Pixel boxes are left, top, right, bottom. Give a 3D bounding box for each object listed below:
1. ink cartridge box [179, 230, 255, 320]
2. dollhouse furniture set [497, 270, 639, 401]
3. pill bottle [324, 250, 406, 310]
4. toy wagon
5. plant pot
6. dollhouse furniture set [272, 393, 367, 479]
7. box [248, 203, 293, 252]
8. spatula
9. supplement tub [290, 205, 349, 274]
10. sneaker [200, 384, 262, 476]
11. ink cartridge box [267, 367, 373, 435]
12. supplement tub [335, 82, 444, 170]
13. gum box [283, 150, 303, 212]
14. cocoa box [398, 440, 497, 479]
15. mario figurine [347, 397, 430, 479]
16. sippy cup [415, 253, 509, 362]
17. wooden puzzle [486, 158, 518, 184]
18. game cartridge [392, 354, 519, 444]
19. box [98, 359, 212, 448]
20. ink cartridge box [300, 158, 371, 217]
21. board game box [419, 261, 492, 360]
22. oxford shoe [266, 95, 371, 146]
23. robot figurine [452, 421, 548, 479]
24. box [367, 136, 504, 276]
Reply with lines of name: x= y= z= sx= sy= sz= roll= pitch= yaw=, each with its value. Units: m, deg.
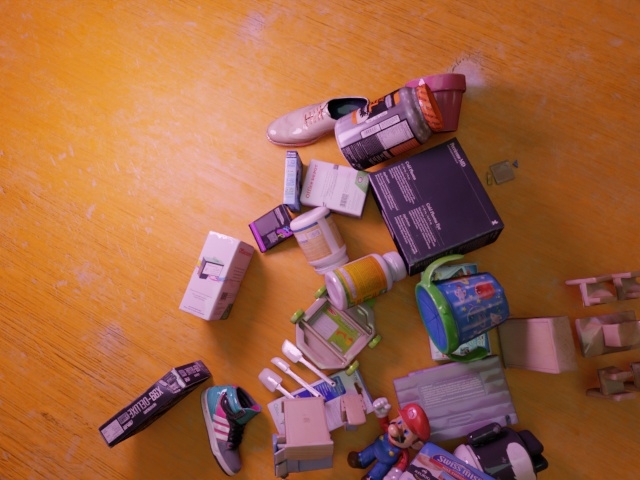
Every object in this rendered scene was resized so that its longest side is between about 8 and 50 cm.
ink cartridge box: x=-0.345 y=0.123 z=1.641 sx=0.117 sy=0.201 sz=0.278 roll=20 pitch=85 yaw=8
dollhouse furniture set: x=0.809 y=0.302 z=1.516 sx=0.395 sy=0.256 sz=0.361 roll=-5 pitch=82 yaw=-15
pill bottle: x=0.150 y=0.124 z=1.576 sx=0.246 sy=0.136 sz=0.136 roll=-21 pitch=80 yaw=-15
toy wagon: x=0.078 y=0.271 z=1.617 sx=0.267 sy=0.068 sz=0.344 roll=42 pitch=68 yaw=10
plant pot: x=0.397 y=-0.459 z=1.652 sx=0.202 sy=0.201 sz=0.180 roll=-4 pitch=97 yaw=6
dollhouse furniture set: x=0.000 y=0.665 z=1.478 sx=0.287 sy=0.198 sz=0.303 roll=-1 pitch=113 yaw=-7
box: x=-0.168 y=-0.042 z=1.704 sx=0.162 sy=0.029 sz=0.116 roll=-30 pitch=80 yaw=25
spatula: x=-0.080 y=0.466 z=1.616 sx=0.242 sy=0.019 sz=0.168 roll=32 pitch=74 yaw=28
supplement tub: x=0.000 y=0.000 z=1.627 sx=0.144 sy=0.144 sz=0.199 roll=-25 pitch=101 yaw=3
sneaker: x=-0.275 y=0.617 z=1.613 sx=0.179 sy=0.124 sz=0.295 roll=-23 pitch=79 yaw=13
ink cartridge box: x=0.005 y=0.554 z=1.614 sx=0.333 sy=0.065 sz=0.165 roll=-25 pitch=80 yaw=4
supplement tub: x=0.223 y=-0.367 z=1.559 sx=0.316 sy=0.194 sz=0.193 roll=-21 pitch=80 yaw=25
gum box: x=-0.092 y=-0.201 z=1.679 sx=0.041 sy=0.157 sz=0.184 roll=1 pitch=82 yaw=6
cocoa box: x=0.324 y=0.812 z=1.370 sx=0.232 sy=0.228 sz=0.346 roll=22 pitch=115 yaw=30
mario figurine: x=0.202 y=0.626 z=1.490 sx=0.198 sy=0.170 sz=0.320 roll=38 pitch=107 yaw=6
sippy cup: x=0.442 y=0.206 z=1.486 sx=0.224 sy=0.305 sz=0.240 roll=-17 pitch=46 yaw=-5
wooden puzzle: x=0.632 y=-0.238 z=1.676 sx=0.116 sy=0.014 sz=0.078 roll=-13 pitch=85 yaw=5
game cartridge: x=0.435 y=0.519 z=1.574 sx=0.355 sy=0.068 sz=0.230 roll=-15 pitch=77 yaw=4
box: x=-0.534 y=0.527 z=1.589 sx=0.307 sy=0.242 sz=0.076 roll=-39 pitch=80 yaw=-1
ink cartridge box: x=0.056 y=-0.178 z=1.691 sx=0.220 sy=0.092 sz=0.160 roll=15 pitch=84 yaw=8
board game box: x=0.447 y=0.236 z=1.611 sx=0.193 sy=0.053 sz=0.305 roll=-7 pitch=82 yaw=6
oxford shoe: x=-0.011 y=-0.440 z=1.707 sx=0.397 sy=0.146 sz=0.140 roll=-16 pitch=81 yaw=4
robot figurine: x=0.542 y=0.682 z=1.480 sx=0.278 sy=0.173 sz=0.209 roll=-20 pitch=62 yaw=-1
box: x=0.367 y=-0.105 z=1.581 sx=0.313 sy=0.179 sz=0.343 roll=-22 pitch=72 yaw=4
